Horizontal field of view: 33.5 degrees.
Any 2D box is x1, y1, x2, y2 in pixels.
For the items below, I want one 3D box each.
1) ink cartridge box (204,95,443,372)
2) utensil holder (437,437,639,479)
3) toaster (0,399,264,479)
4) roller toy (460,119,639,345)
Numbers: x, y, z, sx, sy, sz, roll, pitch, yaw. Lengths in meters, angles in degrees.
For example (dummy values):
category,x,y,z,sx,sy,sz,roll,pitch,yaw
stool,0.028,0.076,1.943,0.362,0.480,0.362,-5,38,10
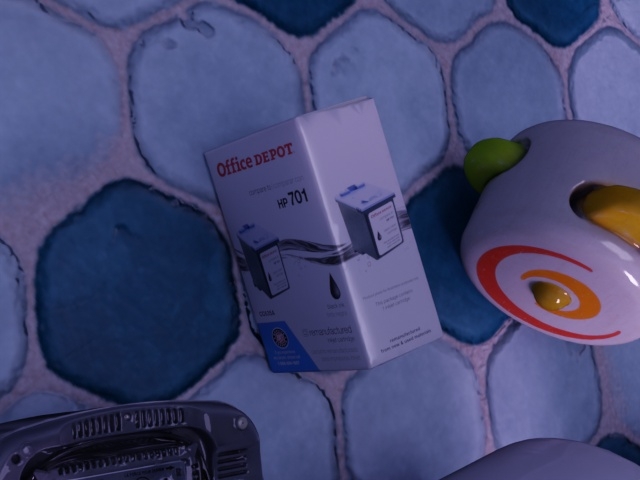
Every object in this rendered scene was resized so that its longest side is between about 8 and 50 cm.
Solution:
category,x,y,z,sx,sy,sz,roll,pitch,yaw
ink cartridge box,0.000,0.000,0.826,0.082,0.139,0.191,-21,95,-35
utensil holder,0.083,0.346,0.723,0.385,0.327,0.328,-17,93,-40
toaster,-0.155,0.172,0.677,0.227,0.146,0.129,-4,84,-38
roller toy,0.233,0.001,0.965,0.191,0.209,0.146,54,55,-42
